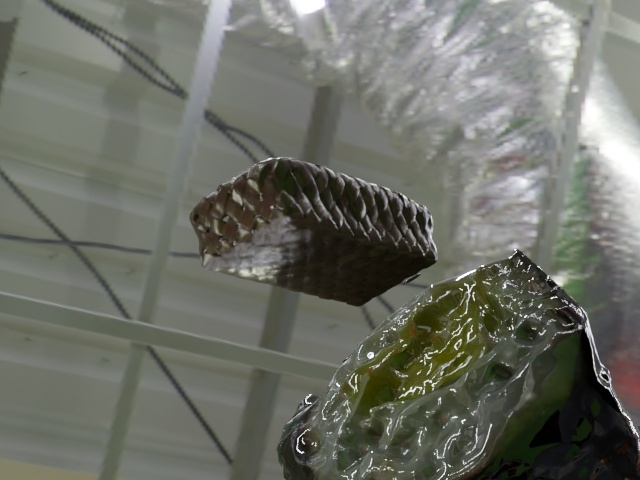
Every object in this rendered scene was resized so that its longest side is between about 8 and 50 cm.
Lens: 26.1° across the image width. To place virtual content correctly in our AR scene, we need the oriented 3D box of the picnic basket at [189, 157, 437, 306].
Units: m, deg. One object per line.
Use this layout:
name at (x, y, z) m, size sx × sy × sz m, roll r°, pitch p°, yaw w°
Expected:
picnic basket at (0.000, 0.000, 1.018) m, size 0.193 × 0.110 × 0.054 m, roll 15°, pitch -127°, yaw -47°

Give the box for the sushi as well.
sushi at (0.145, 0.209, 1.187) m, size 0.299 × 0.281 × 0.294 m, roll -26°, pitch -57°, yaw 19°
